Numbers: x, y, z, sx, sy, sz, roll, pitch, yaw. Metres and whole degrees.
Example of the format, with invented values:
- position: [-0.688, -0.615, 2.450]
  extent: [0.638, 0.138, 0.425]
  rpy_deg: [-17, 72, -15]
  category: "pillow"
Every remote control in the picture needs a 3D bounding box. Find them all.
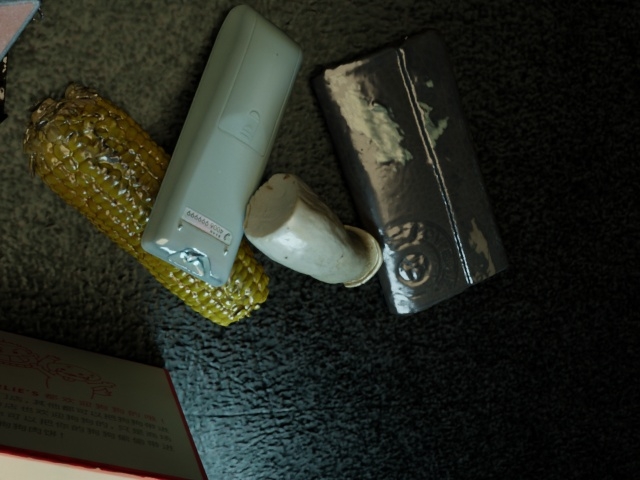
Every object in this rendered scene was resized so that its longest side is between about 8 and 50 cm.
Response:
- position: [-0.090, -0.104, 0.859]
  extent: [0.103, 0.051, 0.293]
  rpy_deg: [31, 67, -34]
  category: "remote control"

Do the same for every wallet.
- position: [0.116, -0.077, 0.998]
  extent: [0.170, 0.044, 0.321]
  rpy_deg: [-23, 109, -10]
  category: "wallet"

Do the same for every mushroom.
- position: [0.003, 0.003, 0.910]
  extent: [0.081, 0.092, 0.223]
  rpy_deg: [-44, 147, 10]
  category: "mushroom"

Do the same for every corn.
- position: [-0.176, -0.034, 0.879]
  extent: [0.115, 0.115, 0.318]
  rpy_deg: [-45, 114, -3]
  category: "corn"

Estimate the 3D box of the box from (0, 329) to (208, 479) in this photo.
- position: [-0.309, 0.275, 0.798]
  extent: [0.314, 0.312, 0.300]
  rpy_deg: [17, 97, -20]
  category: "box"

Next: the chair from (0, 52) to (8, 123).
- position: [-0.363, -0.104, 0.812]
  extent: [0.101, 0.084, 0.212]
  rpy_deg: [4, 102, -15]
  category: "chair"

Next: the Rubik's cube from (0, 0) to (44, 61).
- position: [-0.412, -0.147, 0.687]
  extent: [0.233, 0.228, 0.228]
  rpy_deg: [34, 62, -30]
  category: "Rubik's cube"
